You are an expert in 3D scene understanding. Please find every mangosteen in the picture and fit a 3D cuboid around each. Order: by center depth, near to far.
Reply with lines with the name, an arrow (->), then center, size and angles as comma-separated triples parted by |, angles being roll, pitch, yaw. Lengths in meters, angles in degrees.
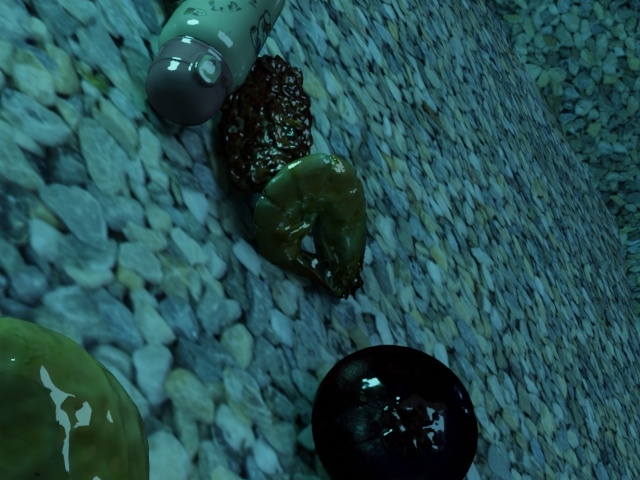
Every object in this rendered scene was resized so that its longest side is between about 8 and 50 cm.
mangosteen -> 0.086, 0.217, 0.895 | 0.230, 0.194, 0.194 | 68, 3, -81

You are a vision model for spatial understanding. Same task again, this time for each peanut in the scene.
peanut -> -0.176, 0.187, 0.504 | 0.159, 0.143, 0.291 | -11, 81, -50

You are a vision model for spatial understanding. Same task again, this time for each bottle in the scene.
bottle -> -0.127, -0.234, 0.885 | 0.110, 0.110, 0.233 | 46, 49, -32

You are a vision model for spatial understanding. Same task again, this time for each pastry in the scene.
pastry -> -0.070, -0.147, 0.954 | 0.097, 0.115, 0.208 | 42, 34, -56

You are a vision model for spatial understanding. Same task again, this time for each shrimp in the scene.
shrimp -> 0.000, 0.000, 0.951 | 0.061, 0.145, 0.267 | 57, -8, 38

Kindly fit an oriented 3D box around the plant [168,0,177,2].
plant -> -0.175, -0.319, 0.958 | 0.102, 0.051, 0.051 | 29, 46, -55
